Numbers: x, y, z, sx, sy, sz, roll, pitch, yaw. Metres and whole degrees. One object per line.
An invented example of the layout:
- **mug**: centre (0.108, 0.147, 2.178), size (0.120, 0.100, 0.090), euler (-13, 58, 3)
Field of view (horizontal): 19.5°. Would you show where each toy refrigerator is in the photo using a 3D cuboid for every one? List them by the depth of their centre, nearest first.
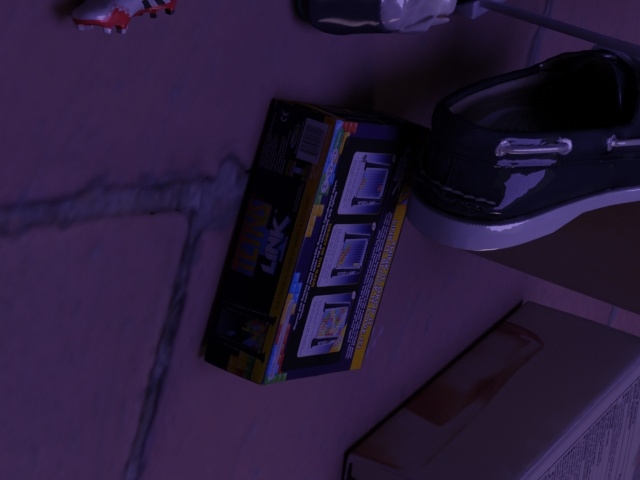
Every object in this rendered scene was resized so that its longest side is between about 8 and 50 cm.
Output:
- **toy refrigerator**: centre (0.222, -0.013, 1.335), size (0.102, 0.269, 0.094), euler (-22, 128, -55)

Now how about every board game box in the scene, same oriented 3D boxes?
- **board game box**: centre (0.000, 0.000, 1.176), size (0.141, 0.048, 0.170), euler (0, 109, -64)

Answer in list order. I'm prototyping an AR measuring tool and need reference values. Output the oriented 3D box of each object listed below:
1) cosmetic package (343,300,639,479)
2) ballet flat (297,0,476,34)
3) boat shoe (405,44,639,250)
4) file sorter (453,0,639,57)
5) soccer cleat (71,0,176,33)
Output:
- **cosmetic package**: centre (0.144, 0.183, 1.489), size (0.296, 0.129, 0.153), euler (-32, 134, -50)
- **ballet flat**: centre (0.066, -0.165, 1.157), size (0.203, 0.074, 0.074), euler (-26, 131, -54)
- **boat shoe**: centre (0.182, -0.080, 1.247), size (0.302, 0.114, 0.091), euler (-27, 137, -42)
- **file sorter**: centre (0.222, -0.286, 1.250), size (0.193, 0.173, 0.278), euler (-35, 137, -50)
- **soccer cleat**: centre (-0.097, -0.125, 0.926), size (0.083, 0.029, 0.036), euler (-30, 125, -56)
